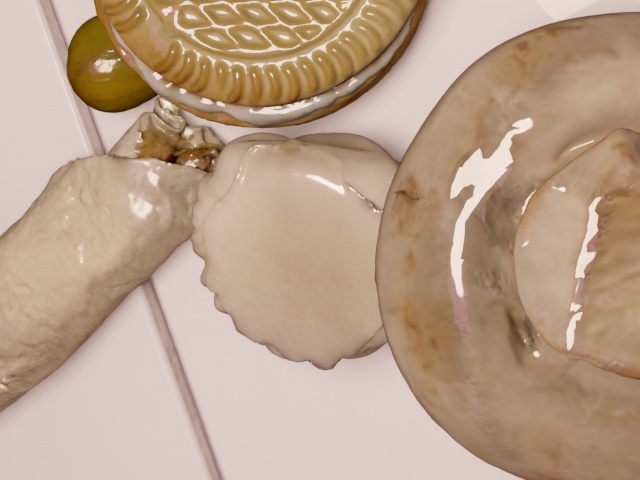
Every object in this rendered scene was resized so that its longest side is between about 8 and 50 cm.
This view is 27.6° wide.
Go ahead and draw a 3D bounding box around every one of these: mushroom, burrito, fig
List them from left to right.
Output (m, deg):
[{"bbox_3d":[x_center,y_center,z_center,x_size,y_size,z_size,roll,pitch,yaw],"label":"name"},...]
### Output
[{"bbox_3d":[-0.221,0.036,1.041,0.392,0.076,0.117,-41,81,24],"label":"burrito"},{"bbox_3d":[-0.143,-0.131,0.963,0.088,0.074,0.074,-5,103,11],"label":"fig"},{"bbox_3d":[0.177,0.022,0.739,0.297,0.290,0.297,0,100,3],"label":"mushroom"}]

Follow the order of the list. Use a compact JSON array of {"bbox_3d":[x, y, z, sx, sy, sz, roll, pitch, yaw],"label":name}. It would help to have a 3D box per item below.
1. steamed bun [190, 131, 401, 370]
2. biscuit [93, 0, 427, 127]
[{"bbox_3d":[0.000,0.000,0.920,0.183,0.106,0.183,9,116,18],"label":"steamed bun"},{"bbox_3d":[-0.043,-0.203,0.874,0.259,0.079,0.259,1,98,10],"label":"biscuit"}]
